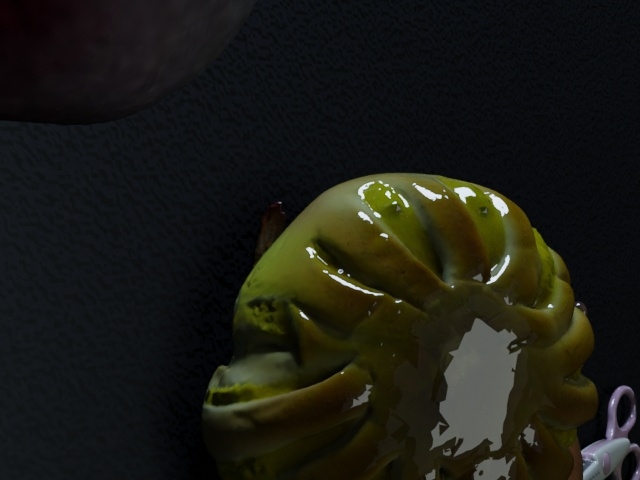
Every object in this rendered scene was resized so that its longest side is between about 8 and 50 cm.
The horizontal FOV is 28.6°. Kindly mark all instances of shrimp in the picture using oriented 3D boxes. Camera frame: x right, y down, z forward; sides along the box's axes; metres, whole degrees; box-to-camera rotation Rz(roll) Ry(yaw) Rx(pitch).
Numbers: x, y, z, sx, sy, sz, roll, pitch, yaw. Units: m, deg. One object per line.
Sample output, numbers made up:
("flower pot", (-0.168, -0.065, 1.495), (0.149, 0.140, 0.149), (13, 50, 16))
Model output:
("shrimp", (0.000, 0.000, 0.683), (0.083, 0.023, 0.114), (49, 55, -34))

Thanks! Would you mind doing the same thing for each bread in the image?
("bread", (0.049, 0.069, 0.619), (0.213, 0.105, 0.213), (6, 76, -23))

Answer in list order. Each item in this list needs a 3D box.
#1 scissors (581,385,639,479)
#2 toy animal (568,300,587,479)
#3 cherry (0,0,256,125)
("scissors", (0.208, 0.165, 0.940), (0.176, 0.022, 0.085), (-13, 99, -56))
("toy animal", (0.113, 0.124, 0.735), (0.157, 0.097, 0.312), (23, 51, -51))
("cherry", (-0.109, -0.145, 0.420), (0.213, 0.183, 0.266), (47, 53, -44))
